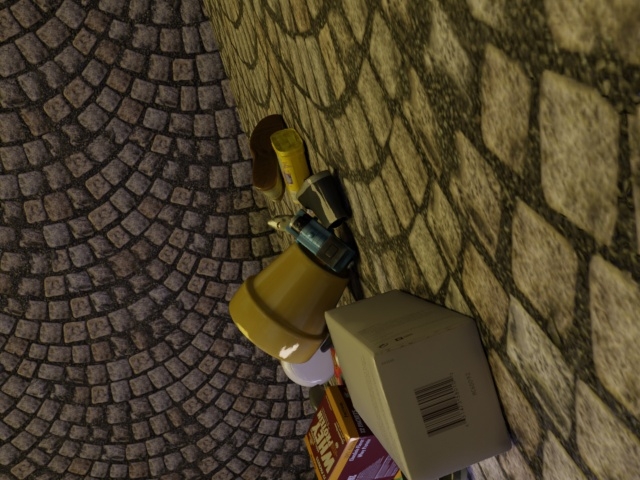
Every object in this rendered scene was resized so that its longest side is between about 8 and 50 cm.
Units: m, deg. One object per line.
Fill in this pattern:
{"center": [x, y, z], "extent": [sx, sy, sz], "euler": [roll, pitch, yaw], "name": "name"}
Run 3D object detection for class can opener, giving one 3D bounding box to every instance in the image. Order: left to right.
{"center": [0.060, 0.456, 1.507], "extent": [0.075, 0.095, 0.283], "euler": [85, 159, -47], "name": "can opener"}

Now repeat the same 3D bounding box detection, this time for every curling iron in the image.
{"center": [0.061, 0.205, 1.464], "extent": [0.274, 0.035, 0.068], "euler": [-44, 37, 50], "name": "curling iron"}

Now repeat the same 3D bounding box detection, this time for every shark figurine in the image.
{"center": [0.007, 0.013, 1.703], "extent": [0.278, 0.166, 0.116], "euler": [55, -159, -11], "name": "shark figurine"}

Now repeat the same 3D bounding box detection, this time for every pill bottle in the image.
{"center": [-0.047, 0.454, 2.520], "extent": [0.408, 0.229, 0.228], "euler": [139, 111, -81], "name": "pill bottle"}

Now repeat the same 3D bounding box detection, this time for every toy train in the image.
{"center": [0.000, 0.000, 1.471], "extent": [0.184, 0.080, 0.105], "euler": [39, -178, 11], "name": "toy train"}

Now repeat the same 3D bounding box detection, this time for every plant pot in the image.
{"center": [-0.061, 0.134, 1.580], "extent": [0.254, 0.239, 0.254], "euler": [33, -164, -10], "name": "plant pot"}

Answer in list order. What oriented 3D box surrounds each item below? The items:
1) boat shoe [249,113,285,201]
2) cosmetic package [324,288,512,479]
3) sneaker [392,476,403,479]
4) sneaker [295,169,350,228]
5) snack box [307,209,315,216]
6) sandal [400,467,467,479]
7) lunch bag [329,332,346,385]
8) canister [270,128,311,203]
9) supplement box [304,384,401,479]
{"center": [-0.142, -0.241, 1.832], "extent": [0.089, 0.105, 0.285], "euler": [51, -146, -50], "name": "boat shoe"}
{"center": [0.128, 0.204, 1.000], "extent": [0.365, 0.155, 0.196], "euler": [-157, 49, -80], "name": "cosmetic package"}
{"center": [0.220, 0.609, 1.503], "extent": [0.121, 0.108, 0.302], "euler": [-123, 20, -48], "name": "sneaker"}
{"center": [0.004, -0.074, 1.451], "extent": [0.222, 0.083, 0.118], "euler": [109, 136, -82], "name": "sneaker"}
{"center": [-0.015, -0.067, 1.811], "extent": [0.178, 0.022, 0.064], "euler": [116, 135, -79], "name": "snack box"}
{"center": [0.232, 0.472, 1.230], "extent": [0.302, 0.086, 0.120], "euler": [111, 147, -55], "name": "sandal"}
{"center": [0.127, 0.367, 1.572], "extent": [0.258, 0.120, 0.292], "euler": [-132, 24, -59], "name": "lunch bag"}
{"center": [-0.071, -0.197, 1.705], "extent": [0.126, 0.074, 0.169], "euler": [-118, 10, -52], "name": "canister"}
{"center": [0.096, 0.407, 1.343], "extent": [0.129, 0.194, 0.191], "euler": [-117, 37, -44], "name": "supplement box"}
